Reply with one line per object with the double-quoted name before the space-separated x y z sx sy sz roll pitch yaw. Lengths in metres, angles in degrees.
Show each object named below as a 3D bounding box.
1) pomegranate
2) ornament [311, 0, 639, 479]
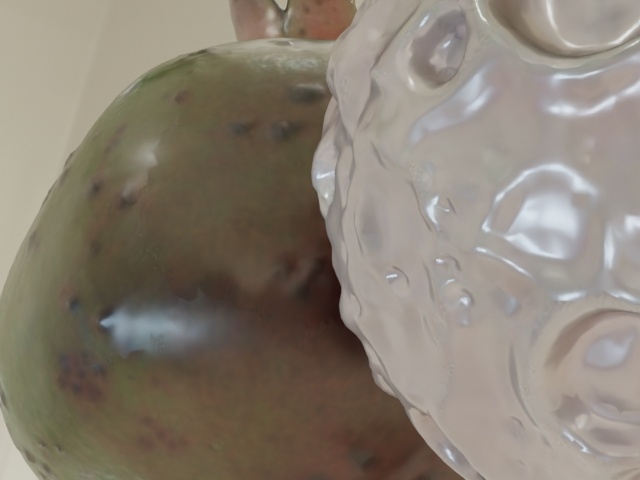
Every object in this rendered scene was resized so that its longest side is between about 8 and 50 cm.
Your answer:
"pomegranate" -0.017 0.018 0.721 0.291 0.291 0.323 24 25 -37
"ornament" 0.121 -0.025 0.457 0.259 0.259 0.225 5 -22 33
